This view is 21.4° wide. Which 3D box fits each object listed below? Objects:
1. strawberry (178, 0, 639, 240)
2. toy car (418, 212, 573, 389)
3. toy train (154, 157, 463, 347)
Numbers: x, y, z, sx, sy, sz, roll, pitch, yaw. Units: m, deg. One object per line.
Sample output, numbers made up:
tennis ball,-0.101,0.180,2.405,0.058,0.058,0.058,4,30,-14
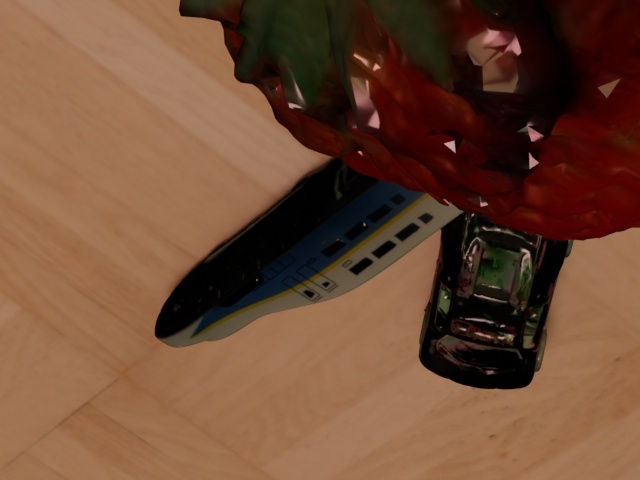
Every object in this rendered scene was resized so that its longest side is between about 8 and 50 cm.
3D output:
strawberry,0.080,-0.134,0.610,0.238,0.288,0.250,19,114,34
toy car,0.089,0.030,0.885,0.069,0.055,0.142,12,132,6
toy train,0.000,0.000,0.879,0.051,0.052,0.234,34,129,-24
